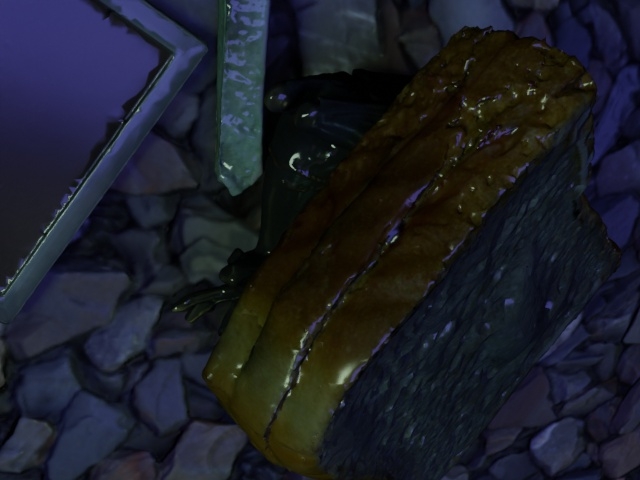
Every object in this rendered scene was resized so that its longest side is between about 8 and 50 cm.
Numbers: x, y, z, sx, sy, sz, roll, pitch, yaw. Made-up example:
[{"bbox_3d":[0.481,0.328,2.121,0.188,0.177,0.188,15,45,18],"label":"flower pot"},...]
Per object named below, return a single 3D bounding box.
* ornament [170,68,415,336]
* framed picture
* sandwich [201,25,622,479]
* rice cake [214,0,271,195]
[{"bbox_3d":[0.000,0.000,0.587,0.202,0.080,0.236,-11,131,-51],"label":"ornament"},{"bbox_3d":[-0.241,-0.097,0.472,0.293,0.018,0.231,32,101,-34],"label":"framed picture"},{"bbox_3d":[0.080,0.043,0.562,0.271,0.099,0.301,-54,152,-4],"label":"sandwich"},{"bbox_3d":[-0.045,-0.129,0.526,0.034,0.043,0.210,0,119,-11],"label":"rice cake"}]
